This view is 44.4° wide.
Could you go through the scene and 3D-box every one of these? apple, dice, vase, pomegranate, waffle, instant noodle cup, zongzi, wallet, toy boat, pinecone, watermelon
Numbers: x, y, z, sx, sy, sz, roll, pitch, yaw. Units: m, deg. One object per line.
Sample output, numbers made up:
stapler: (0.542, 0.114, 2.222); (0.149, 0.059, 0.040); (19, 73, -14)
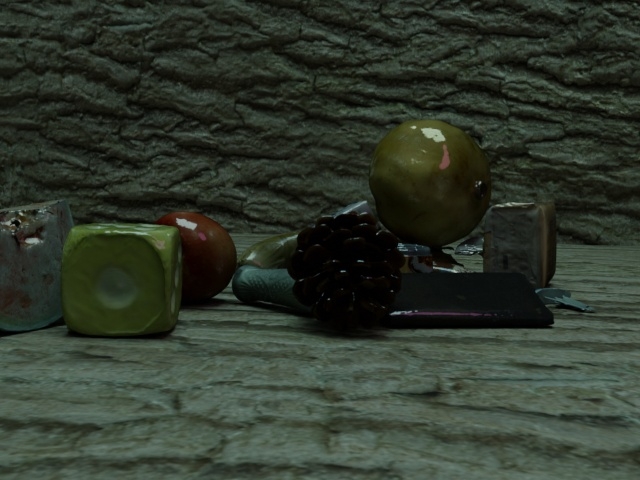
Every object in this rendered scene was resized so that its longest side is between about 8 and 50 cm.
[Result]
apple: (-0.258, 0.032, 1.540); (0.181, 0.181, 0.168); (4, 7, 27)
dice: (-0.313, 0.059, 1.259); (0.169, 0.166, 0.169); (2, 5, -4)
vase: (-0.072, 0.089, 1.503); (0.219, 0.096, 0.096); (2, 3, 41)
pomegranate: (0.283, -0.149, 1.995); (0.332, 0.332, 0.332); (2, 4, 0)
waffle: (0.218, 0.048, 1.996); (0.280, 0.060, 0.262); (23, 24, 32)
instant noodle cup: (0.160, 0.071, 1.584); (0.208, 0.125, 0.177); (5, 5, 35)
zongzi: (-0.095, 0.033, 1.758); (0.197, 0.099, 0.194); (-31, 1, 10)
wallet: (0.253, 0.111, 1.444); (0.321, 0.044, 0.170); (1, 25, -12)
toy boat: (0.520, 0.123, 1.664); (0.149, 0.034, 0.105); (5, 7, 38)
pinecone: (0.047, 0.057, 1.316); (0.207, 0.208, 0.208); (2, 4, 0)
watermelon: (-0.522, 0.048, 1.256); (0.175, 0.188, 0.322); (-3, 10, 26)

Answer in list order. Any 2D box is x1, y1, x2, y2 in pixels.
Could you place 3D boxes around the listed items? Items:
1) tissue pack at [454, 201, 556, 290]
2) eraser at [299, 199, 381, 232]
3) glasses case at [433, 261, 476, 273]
tissue pack: (0.464, 0.010, 1.953); (0.238, 0.238, 0.305); (4, 5, 21)
eraser: (0.000, 0.000, 1.983); (0.287, 0.086, 0.130); (-29, 9, -11)
glasses case: (0.186, 0.082, 1.731); (0.321, 0.082, 0.122); (3, -2, 10)
